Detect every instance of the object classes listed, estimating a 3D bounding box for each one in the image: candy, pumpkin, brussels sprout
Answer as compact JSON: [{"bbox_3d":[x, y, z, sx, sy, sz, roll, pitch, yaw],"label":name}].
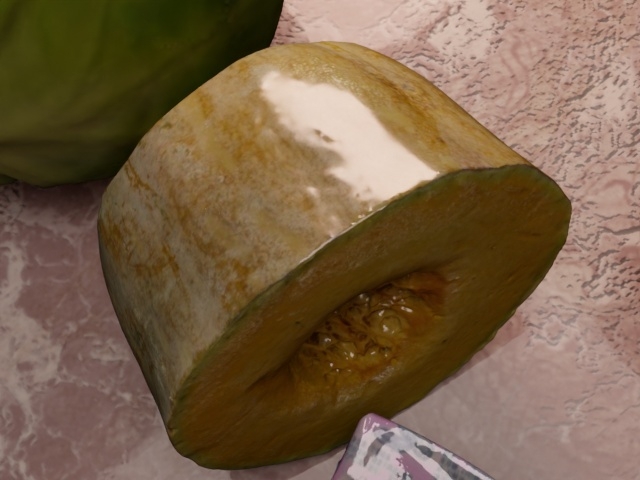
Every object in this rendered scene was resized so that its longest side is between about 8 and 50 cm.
[{"bbox_3d":[0.091,0.203,0.928,0.160,0.092,0.073,26,78,12],"label":"candy"},{"bbox_3d":[0.000,0.000,0.896,0.332,0.332,0.199,-28,61,-5],"label":"pumpkin"},{"bbox_3d":[-0.205,-0.251,0.967,0.361,0.342,0.425,10,84,15],"label":"brussels sprout"}]
